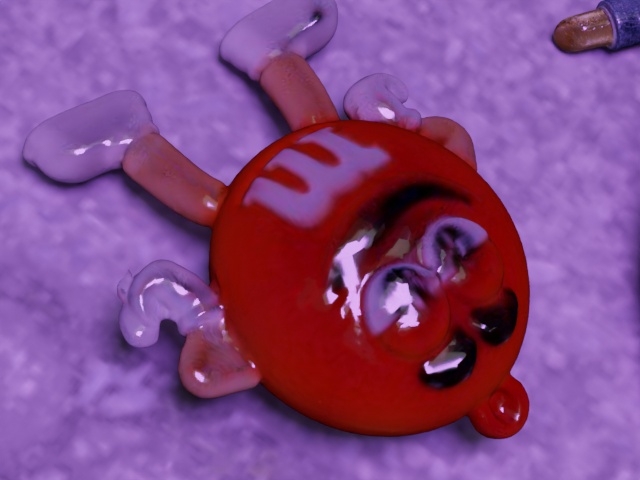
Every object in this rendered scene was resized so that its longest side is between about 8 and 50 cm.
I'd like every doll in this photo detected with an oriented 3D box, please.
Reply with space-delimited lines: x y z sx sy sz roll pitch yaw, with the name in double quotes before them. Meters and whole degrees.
"doll" 0.000 0.000 0.623 0.183 0.085 0.217 -31 71 -21

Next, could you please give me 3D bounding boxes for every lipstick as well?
"lipstick" 0.167 -0.110 0.722 0.116 0.037 0.037 -16 76 -13
